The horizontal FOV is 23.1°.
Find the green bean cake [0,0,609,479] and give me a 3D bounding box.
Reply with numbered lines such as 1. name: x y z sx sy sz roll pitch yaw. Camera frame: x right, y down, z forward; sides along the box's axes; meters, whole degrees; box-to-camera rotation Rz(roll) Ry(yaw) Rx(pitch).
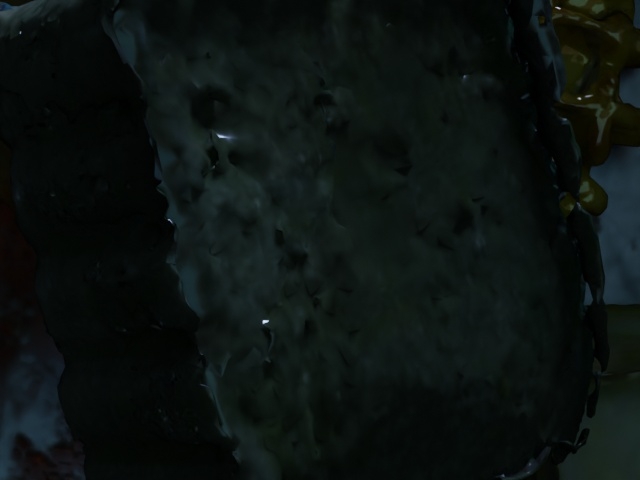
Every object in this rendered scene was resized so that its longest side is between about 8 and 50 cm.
1. green bean cake: 0.000 0.000 0.657 0.241 0.132 0.255 -20 96 -43

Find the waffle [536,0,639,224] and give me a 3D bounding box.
1. waffle: 0.050 -0.118 0.806 0.259 0.069 0.293 -24 89 -10

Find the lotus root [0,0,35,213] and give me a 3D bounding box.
1. lotus root: -0.153 -0.114 0.728 0.182 0.183 0.310 -22 94 -11

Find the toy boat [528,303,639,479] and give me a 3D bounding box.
1. toy boat: 0.160 0.167 0.784 0.111 0.084 0.276 -3 83 -11
